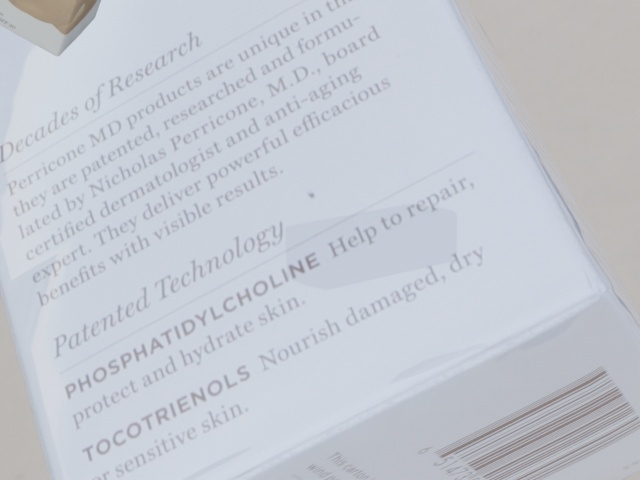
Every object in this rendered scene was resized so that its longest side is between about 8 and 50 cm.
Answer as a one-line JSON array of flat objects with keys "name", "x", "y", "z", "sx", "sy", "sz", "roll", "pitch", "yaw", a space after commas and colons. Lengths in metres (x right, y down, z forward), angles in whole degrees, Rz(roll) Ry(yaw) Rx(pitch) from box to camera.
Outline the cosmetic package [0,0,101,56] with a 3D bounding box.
[{"name": "cosmetic package", "x": -0.118, "y": -0.145, "z": 0.642, "sx": 0.060, "sy": 0.115, "sz": 0.041, "roll": 29, "pitch": 44, "yaw": 0}]

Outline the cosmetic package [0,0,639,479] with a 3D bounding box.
[{"name": "cosmetic package", "x": 0.000, "y": 0.000, "z": 0.973, "sx": 0.327, "sy": 0.329, "sz": 0.393, "roll": -29, "pitch": 60, "yaw": 11}]
